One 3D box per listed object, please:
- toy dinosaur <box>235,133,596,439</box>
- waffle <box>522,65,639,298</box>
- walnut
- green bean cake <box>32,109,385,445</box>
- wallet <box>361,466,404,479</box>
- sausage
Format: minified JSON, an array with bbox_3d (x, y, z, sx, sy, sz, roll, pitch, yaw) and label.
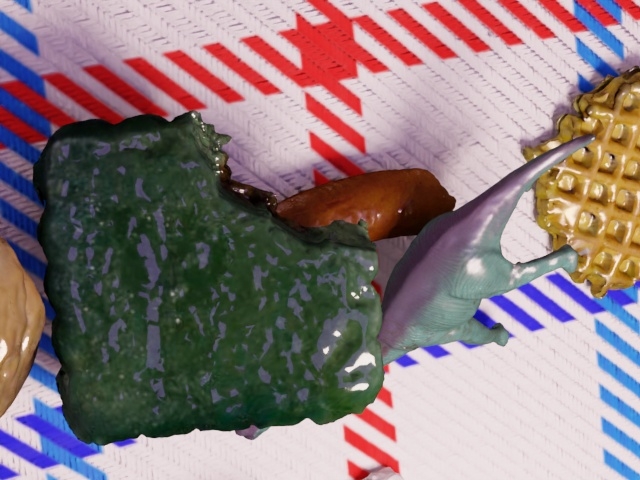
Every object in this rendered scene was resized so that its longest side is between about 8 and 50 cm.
[{"bbox_3d":[0.088,0.055,1.707,0.331,0.129,0.383,-19,150,-30],"label":"toy dinosaur"},{"bbox_3d":[0.352,-0.068,1.901,0.245,0.052,0.254,-30,114,-15],"label":"waffle"},{"bbox_3d":[-0.354,0.094,1.517,0.198,0.198,0.245,21,97,-28],"label":"walnut"},{"bbox_3d":[-0.101,0.027,1.579,0.308,0.169,0.300,-5,94,-1],"label":"green bean cake"},{"bbox_3d":[0.088,0.340,1.882,0.095,0.033,0.190,-37,116,-15],"label":"wallet"},{"bbox_3d":[-0.002,-0.004,1.729,0.302,0.076,0.103,-23,111,-19],"label":"sausage"}]
